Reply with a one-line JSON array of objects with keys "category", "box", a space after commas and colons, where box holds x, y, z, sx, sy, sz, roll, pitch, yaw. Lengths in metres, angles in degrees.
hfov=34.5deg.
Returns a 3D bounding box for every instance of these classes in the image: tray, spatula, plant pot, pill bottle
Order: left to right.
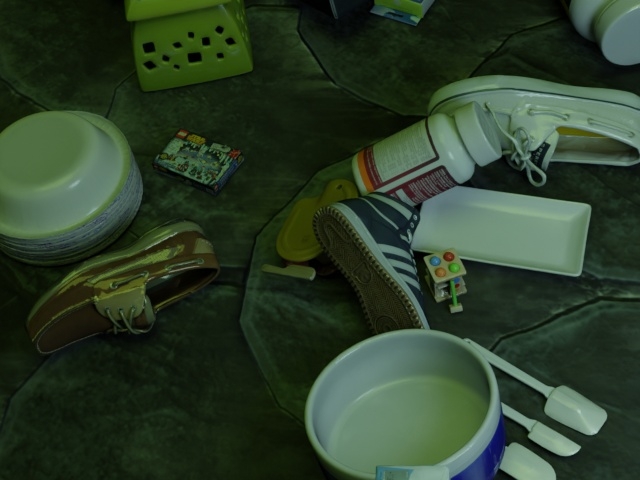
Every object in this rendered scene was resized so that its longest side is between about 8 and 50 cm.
[{"category": "plant pot", "box": [-0.261, -0.444, 1.950, 0.227, 0.207, 0.228, -11, 54, 0]}, {"category": "pill bottle", "box": [0.171, -0.131, 1.663, 0.221, 0.121, 0.121, -25, 50, 21]}, {"category": "tray", "box": [0.291, -0.014, 1.664, 0.270, 0.030, 0.145, 9, 57, 14]}, {"category": "spatula", "box": [0.269, 0.244, 1.489, 0.242, 0.019, 0.168, 30, 64, 30]}, {"category": "pill bottle", "box": [0.520, -0.482, 1.875, 0.188, 0.188, 0.334, -13, 53, -1]}]

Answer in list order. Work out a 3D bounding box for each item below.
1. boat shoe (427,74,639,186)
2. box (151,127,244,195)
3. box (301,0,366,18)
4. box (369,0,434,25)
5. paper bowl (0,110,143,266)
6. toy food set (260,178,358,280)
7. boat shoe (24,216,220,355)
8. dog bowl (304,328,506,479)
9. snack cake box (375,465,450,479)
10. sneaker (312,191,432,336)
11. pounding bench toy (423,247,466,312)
[{"category": "boat shoe", "box": [0.359, -0.168, 1.716, 0.367, 0.136, 0.156, 6, 58, 1]}, {"category": "box", "box": [-0.218, -0.141, 1.832, 0.137, 0.027, 0.094, 22, 59, 22]}, {"category": "box", "box": [0.078, -0.650, 2.014, 0.395, 0.212, 0.293, -35, 43, -17]}, {"category": "box", "box": [0.183, -0.506, 2.032, 0.109, 0.042, 0.178, 22, 59, 23]}, {"category": "paper bowl", "box": [-0.459, -0.108, 1.771, 0.284, 0.148, 0.284, -3, 53, 4]}, {"category": "toy food set", "box": [0.000, 0.000, 1.680, 0.128, 0.071, 0.218, 0, 48, 38]}, {"category": "boat shoe", "box": [-0.305, 0.084, 1.625, 0.324, 0.122, 0.120, -33, 59, -14]}, {"category": "dog bowl", "box": [0.117, 0.249, 1.409, 0.265, 0.104, 0.265, -11, 38, 9]}, {"category": "snack cake box", "box": [0.116, 0.393, 1.244, 0.089, 0.264, 0.152, -2, 53, 8]}, {"category": "sneaker", "box": [0.118, 0.048, 1.585, 0.153, 0.099, 0.282, -26, 81, -48]}, {"category": "pounding bench toy", "box": [0.199, 0.064, 1.598, 0.052, 0.065, 0.083, -18, 54, -5]}]
